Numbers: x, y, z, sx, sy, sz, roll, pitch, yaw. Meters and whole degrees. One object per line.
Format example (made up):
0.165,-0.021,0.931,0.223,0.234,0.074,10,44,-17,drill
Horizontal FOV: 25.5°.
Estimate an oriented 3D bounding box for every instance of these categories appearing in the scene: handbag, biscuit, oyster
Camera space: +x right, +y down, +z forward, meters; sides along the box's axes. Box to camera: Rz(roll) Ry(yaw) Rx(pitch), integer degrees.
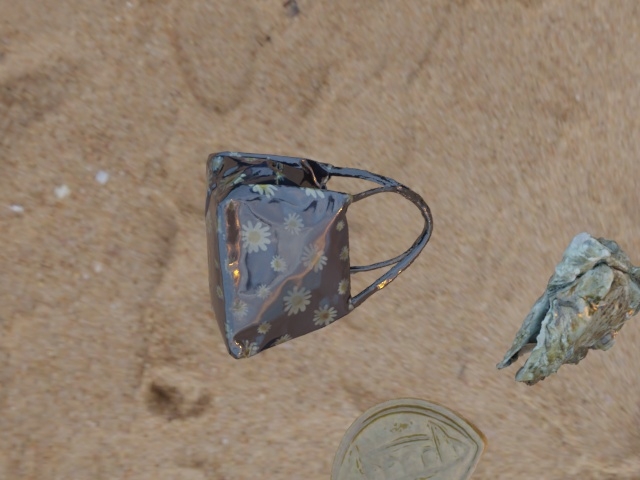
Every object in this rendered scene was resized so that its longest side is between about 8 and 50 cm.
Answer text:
0.000,0.000,0.846,0.139,0.072,0.115,-9,119,-13,handbag
0.101,0.262,1.714,0.220,0.029,0.142,-19,85,30,biscuit
0.319,0.082,1.790,0.112,0.198,0.268,51,129,21,oyster
